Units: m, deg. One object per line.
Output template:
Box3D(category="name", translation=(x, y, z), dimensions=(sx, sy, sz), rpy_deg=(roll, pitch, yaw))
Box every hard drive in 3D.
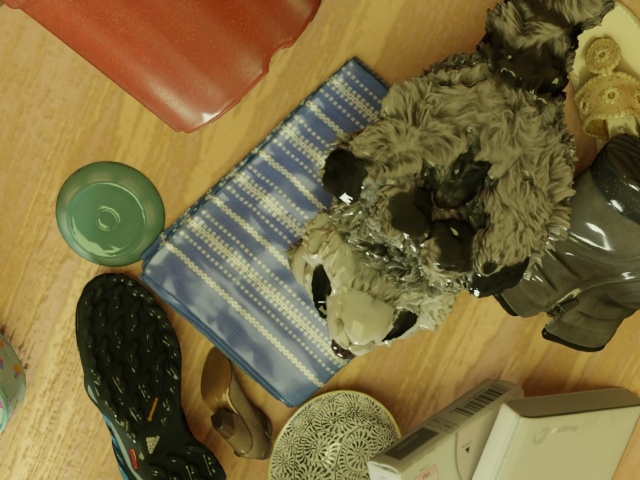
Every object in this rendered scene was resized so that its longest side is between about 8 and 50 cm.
Box3D(category="hard drive", translation=(0.218, 0.303, 1.727), dimensions=(0.203, 0.040, 0.307), rpy_deg=(0, 118, -42))

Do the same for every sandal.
Box3D(category="sandal", translation=(0.298, -0.122, 1.615), dimensions=(0.088, 0.079, 0.240), rpy_deg=(-8, 108, 8))

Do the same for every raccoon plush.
Box3D(category="raccoon plush", translation=(0.151, -0.069, 1.612), dimensions=(0.446, 0.299, 0.216), rpy_deg=(-42, 88, -18))

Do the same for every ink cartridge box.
Box3D(category="ink cartridge box", translation=(0.150, 0.287, 1.711), dimensions=(0.066, 0.189, 0.232), rpy_deg=(11, 123, 48))

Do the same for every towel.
Box3D(category="towel", translation=(0.000, 0.000, 1.706), dimensions=(0.243, 0.040, 0.336), rpy_deg=(44, 107, -11))

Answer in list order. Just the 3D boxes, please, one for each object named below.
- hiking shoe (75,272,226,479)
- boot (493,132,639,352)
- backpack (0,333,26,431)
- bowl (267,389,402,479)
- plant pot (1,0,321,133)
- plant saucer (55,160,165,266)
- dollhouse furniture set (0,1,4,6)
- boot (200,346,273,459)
Box3D(category="hiking shoe", translation=(-0.200, 0.186, 1.753), dimensions=(0.113, 0.132, 0.304), rpy_deg=(-18, 87, -27))
Box3D(category="boot", translation=(0.351, 0.040, 1.659), dimensions=(0.338, 0.118, 0.222), rpy_deg=(29, 127, -16))
Box3D(category="backpack", translation=(-0.420, 0.170, 1.755), dimensions=(0.188, 0.144, 0.166), rpy_deg=(-38, 96, 13))
Box3D(category="bowl", translation=(0.034, 0.253, 1.756), dimensions=(0.170, 0.080, 0.170), rpy_deg=(-12, 67, 29))
Box3D(category="plant pot", translation=(-0.156, -0.259, 1.528), dimensions=(0.272, 0.272, 0.265), rpy_deg=(-41, 108, 17))
Box3D(category="plant saucer", translation=(-0.226, -0.024, 1.730), dimensions=(0.119, 0.021, 0.119), rpy_deg=(2, 109, 4))
Box3D(category="dollhouse furniture set", translation=(-0.469, -0.302, 1.588), dimensions=(0.302, 0.151, 0.197), rpy_deg=(-5, 108, 7))
Box3D(category="boot", translation=(-0.087, 0.182, 1.770), dimensions=(0.042, 0.118, 0.087), rpy_deg=(-25, 141, 28))
